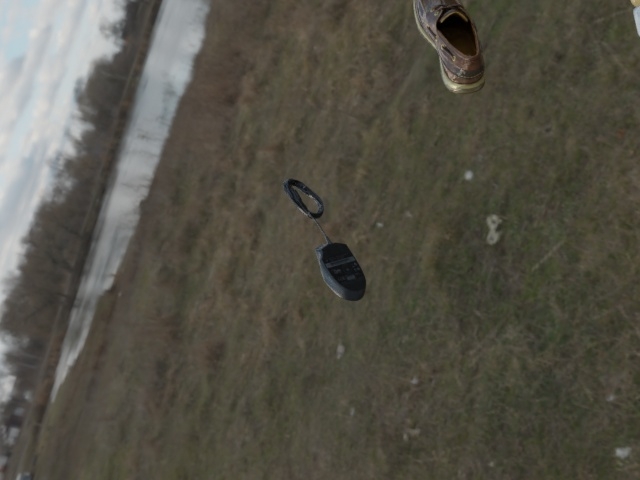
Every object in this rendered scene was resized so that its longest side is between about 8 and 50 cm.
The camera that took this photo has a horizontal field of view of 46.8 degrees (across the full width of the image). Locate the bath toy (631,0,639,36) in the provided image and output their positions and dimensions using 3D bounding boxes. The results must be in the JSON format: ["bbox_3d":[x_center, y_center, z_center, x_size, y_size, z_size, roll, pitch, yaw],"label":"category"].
[{"bbox_3d":[0.211,-0.023,0.296,0.129,0.151,0.348,-12,71,26],"label":"bath toy"}]

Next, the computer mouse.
[{"bbox_3d":[0.000,0.000,1.212,0.242,0.071,0.041,61,140,22],"label":"computer mouse"}]

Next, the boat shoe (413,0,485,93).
[{"bbox_3d":[0.161,-0.263,0.903,0.060,0.064,0.178,84,172,-60],"label":"boat shoe"}]
